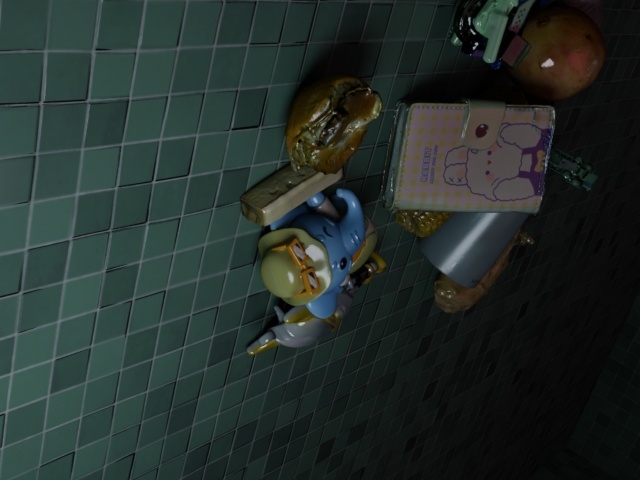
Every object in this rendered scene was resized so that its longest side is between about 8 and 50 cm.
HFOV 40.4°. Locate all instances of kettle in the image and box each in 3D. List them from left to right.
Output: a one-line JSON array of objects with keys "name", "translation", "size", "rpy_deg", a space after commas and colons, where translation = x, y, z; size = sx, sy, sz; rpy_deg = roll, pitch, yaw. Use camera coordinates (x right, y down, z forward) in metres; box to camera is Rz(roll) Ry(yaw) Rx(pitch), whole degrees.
[{"name": "kettle", "translation": [0.350, -0.038, 1.792], "size": [0.210, 0.160, 0.243], "rpy_deg": [13, 124, -50]}]

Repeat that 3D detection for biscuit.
[{"name": "biscuit", "translation": [-0.040, -0.084, 1.368], "size": [0.188, 0.056, 0.052], "rpy_deg": [-35, 142, -32]}]

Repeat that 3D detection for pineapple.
[{"name": "pineapple", "translation": [0.463, -0.017, 2.109], "size": [0.077, 0.114, 0.114], "rpy_deg": [-37, 152, -63]}]

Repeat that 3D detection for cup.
[{"name": "cup", "translation": [0.508, -0.473, 1.761], "size": [0.136, 0.099, 0.133], "rpy_deg": [-52, 149, -12]}]

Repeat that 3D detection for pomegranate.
[{"name": "pomegranate", "translation": [0.459, -0.362, 1.704], "size": [0.191, 0.191, 0.191], "rpy_deg": [-35, 142, -33]}]

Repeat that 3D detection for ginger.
[{"name": "ginger", "translation": [0.372, 0.009, 1.964], "size": [0.190, 0.126, 0.354], "rpy_deg": [12, 109, -45]}]

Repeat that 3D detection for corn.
[{"name": "corn", "translation": [0.280, -0.159, 1.702], "size": [0.363, 0.120, 0.120], "rpy_deg": [-49, 148, -7]}]

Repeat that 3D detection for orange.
[{"name": "orange", "translation": [0.010, -0.181, 1.305], "size": [0.170, 0.112, 0.160], "rpy_deg": [-36, 161, 8]}]

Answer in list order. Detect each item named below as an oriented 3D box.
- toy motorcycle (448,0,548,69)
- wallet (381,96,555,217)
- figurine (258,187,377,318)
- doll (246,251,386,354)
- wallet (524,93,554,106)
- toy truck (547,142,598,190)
[{"name": "toy motorcycle", "translation": [0.358, -0.452, 1.495], "size": [0.196, 0.125, 0.331], "rpy_deg": [22, 105, -36]}, {"name": "wallet", "translation": [0.273, -0.150, 1.586], "size": [0.310, 0.077, 0.223], "rpy_deg": [0, 109, -19]}, {"name": "figurine", "translation": [-0.002, 0.002, 1.439], "size": [0.262, 0.154, 0.180], "rpy_deg": [-53, 144, -43]}, {"name": "doll", "translation": [-0.002, 0.114, 1.561], "size": [0.316, 0.145, 0.103], "rpy_deg": [-35, 109, -43]}, {"name": "wallet", "translation": [0.422, -0.227, 1.908], "size": [0.318, 0.045, 0.172], "rpy_deg": [-36, 144, -34]}, {"name": "toy truck", "translation": [0.564, -0.168, 2.039], "size": [0.067, 0.175, 0.081], "rpy_deg": [-48, 154, -17]}]
